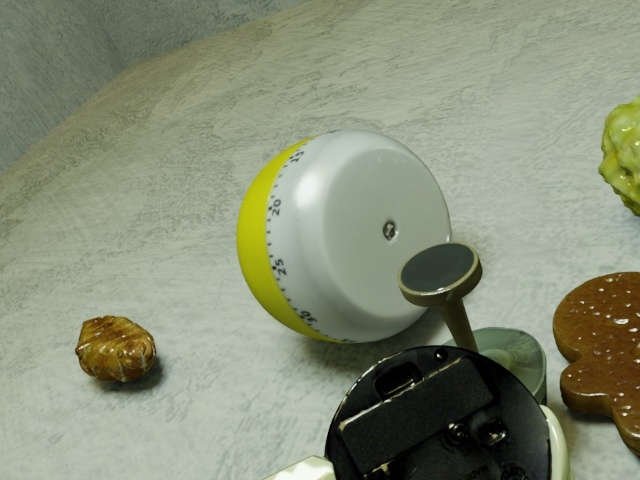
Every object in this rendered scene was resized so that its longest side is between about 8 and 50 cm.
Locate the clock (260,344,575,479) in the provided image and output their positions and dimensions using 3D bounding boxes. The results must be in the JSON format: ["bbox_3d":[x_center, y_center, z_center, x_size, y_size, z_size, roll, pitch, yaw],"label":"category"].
[{"bbox_3d":[0.025,0.246,0.506,0.379,0.276,0.120,-31,-15,-9],"label":"clock"}]

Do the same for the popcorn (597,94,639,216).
[{"bbox_3d":[0.435,-0.111,0.785,0.255,0.195,0.256,-44,14,-36],"label":"popcorn"}]

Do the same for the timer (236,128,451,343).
[{"bbox_3d":[0.000,0.000,0.914,0.285,0.285,0.285,-21,30,12],"label":"timer"}]

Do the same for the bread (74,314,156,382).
[{"bbox_3d":[-0.308,0.170,1.073,0.105,0.075,0.233,-30,19,-29],"label":"bread"}]

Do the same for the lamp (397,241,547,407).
[{"bbox_3d":[0.142,0.107,0.649,0.121,0.214,0.121,-19,30,11],"label":"lamp"}]

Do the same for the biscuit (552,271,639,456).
[{"bbox_3d":[0.312,0.107,0.686,0.180,0.039,0.236,-22,28,11],"label":"biscuit"}]
